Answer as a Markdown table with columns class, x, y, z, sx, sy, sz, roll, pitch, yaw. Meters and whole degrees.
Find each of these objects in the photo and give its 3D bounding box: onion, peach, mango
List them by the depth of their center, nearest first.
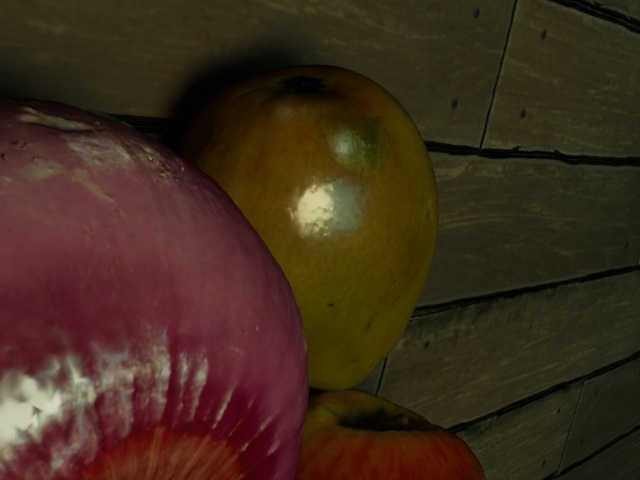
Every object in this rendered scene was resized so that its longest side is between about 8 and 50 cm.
| class | x | y | z | sx | sy | sz | roll | pitch | yaw |
| --- | --- | --- | --- | --- | --- | --- | --- | --- | --- |
| onion | -0.154 | 0.124 | 0.475 | 0.358 | 0.345 | 0.358 | -28 | 158 | -13 |
| mango | 0.000 | 0.000 | 0.726 | 0.211 | 0.173 | 0.317 | -51 | 148 | -23 |
| peach | 0.019 | 0.272 | 0.818 | 0.281 | 0.238 | 0.281 | -9 | 109 | -26 |
